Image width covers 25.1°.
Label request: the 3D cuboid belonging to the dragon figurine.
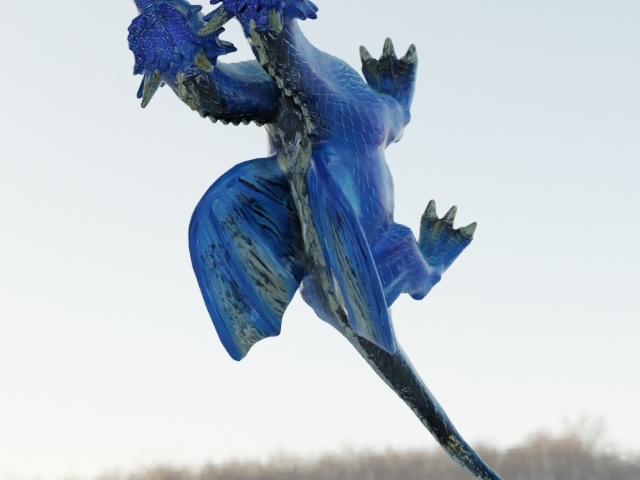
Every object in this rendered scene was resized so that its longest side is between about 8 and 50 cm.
[{"bbox_3d":[0.000,0.000,0.604,0.085,0.289,0.144,-6,16,28],"label":"dragon figurine"}]
